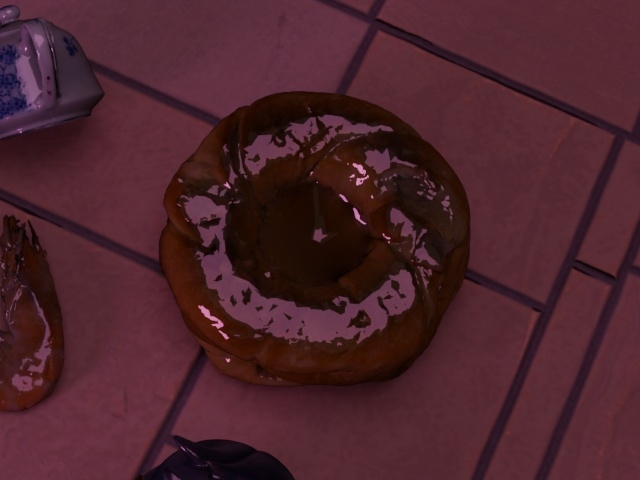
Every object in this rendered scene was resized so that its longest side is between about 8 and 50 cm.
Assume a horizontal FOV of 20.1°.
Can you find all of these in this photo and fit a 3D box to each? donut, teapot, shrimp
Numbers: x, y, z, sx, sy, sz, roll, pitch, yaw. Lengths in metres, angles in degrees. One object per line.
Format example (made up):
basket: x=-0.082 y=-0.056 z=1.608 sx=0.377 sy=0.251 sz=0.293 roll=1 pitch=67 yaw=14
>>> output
donut: x=0.000 y=0.000 z=2.011 sx=0.360 sy=0.170 sz=0.360 roll=2 pitch=69 yaw=-5
teapot: x=-0.333 y=-0.195 z=2.036 sx=0.159 sy=0.232 sz=0.159 roll=0 pitch=89 yaw=-21
shrimp: x=-0.351 y=0.078 z=1.993 sx=0.133 sy=0.053 sz=0.236 roll=-12 pitch=69 yaw=8

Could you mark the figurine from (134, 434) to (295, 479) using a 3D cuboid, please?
figurine: x=-0.115 y=0.298 z=1.807 sx=0.175 sy=0.265 sz=0.197 roll=-44 pitch=77 yaw=15
